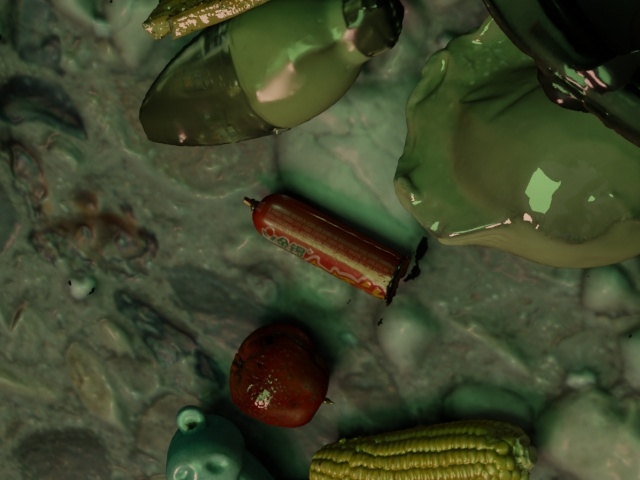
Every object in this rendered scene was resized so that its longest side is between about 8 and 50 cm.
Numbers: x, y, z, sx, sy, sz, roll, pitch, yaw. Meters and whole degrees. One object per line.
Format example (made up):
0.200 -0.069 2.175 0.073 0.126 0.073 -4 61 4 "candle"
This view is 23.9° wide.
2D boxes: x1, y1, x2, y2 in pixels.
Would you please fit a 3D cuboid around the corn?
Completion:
0.082 0.185 1.246 0.206 0.067 0.067 -10 110 32 "corn"

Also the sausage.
0.000 0.000 1.203 0.145 0.050 0.048 28 119 13 "sausage"

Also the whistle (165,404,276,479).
-0.072 0.264 1.347 0.186 0.093 0.274 -19 110 5 "whistle"

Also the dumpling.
0.178 -0.079 1.025 0.258 0.147 0.193 -1 80 2 "dumpling"

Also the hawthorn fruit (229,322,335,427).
-0.029 0.115 1.258 0.093 0.093 0.093 11 119 21 "hawthorn fruit"

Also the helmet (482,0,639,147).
0.253 -0.177 0.895 0.338 0.197 0.271 32 102 16 "helmet"

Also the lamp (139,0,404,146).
-0.044 -0.129 1.130 0.250 0.101 0.101 -18 105 35 "lamp"

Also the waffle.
-0.069 -0.186 1.119 0.135 0.092 0.021 -18 118 30 "waffle"
